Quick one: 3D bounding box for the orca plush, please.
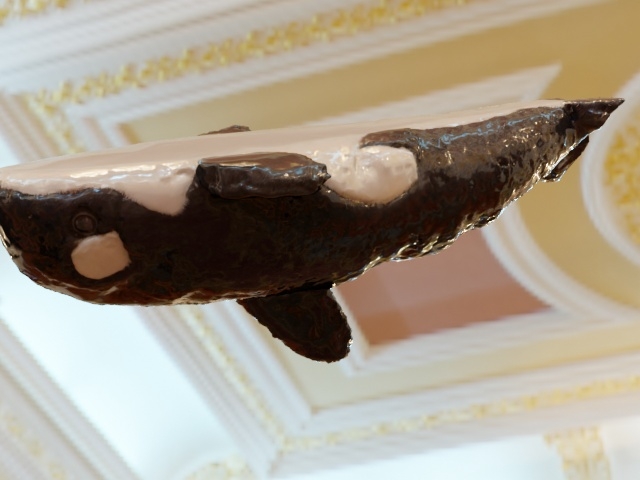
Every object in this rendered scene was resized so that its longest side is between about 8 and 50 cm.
[{"bbox_3d":[0.000,0.000,0.729,0.287,0.102,0.151,-12,13,-33],"label":"orca plush"}]
